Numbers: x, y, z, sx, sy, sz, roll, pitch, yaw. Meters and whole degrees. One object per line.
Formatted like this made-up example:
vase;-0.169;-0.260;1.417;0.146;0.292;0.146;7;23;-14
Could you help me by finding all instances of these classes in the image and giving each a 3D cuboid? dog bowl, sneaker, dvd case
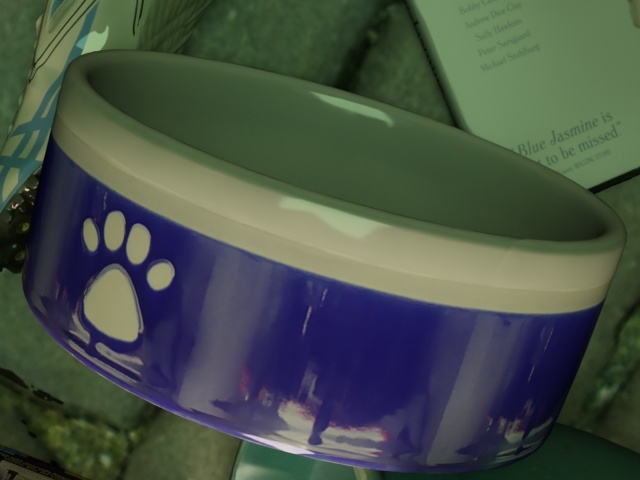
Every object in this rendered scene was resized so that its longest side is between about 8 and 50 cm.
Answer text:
dog bowl;0.000;0.000;0.634;0.265;0.265;0.104;15;105;-5
sneaker;-0.123;-0.093;0.727;0.086;0.085;0.237;32;97;28
dvd case;0.136;-0.155;0.764;0.180;0.022;0.253;-23;94;-3

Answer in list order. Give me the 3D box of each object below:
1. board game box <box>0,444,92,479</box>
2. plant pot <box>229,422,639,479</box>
board game box;-0.156;0.148;0.697;0.170;0.141;0.048;22;91;-4
plant pot;0.102;0.210;0.670;0.255;0.271;0.272;4;92;-19
